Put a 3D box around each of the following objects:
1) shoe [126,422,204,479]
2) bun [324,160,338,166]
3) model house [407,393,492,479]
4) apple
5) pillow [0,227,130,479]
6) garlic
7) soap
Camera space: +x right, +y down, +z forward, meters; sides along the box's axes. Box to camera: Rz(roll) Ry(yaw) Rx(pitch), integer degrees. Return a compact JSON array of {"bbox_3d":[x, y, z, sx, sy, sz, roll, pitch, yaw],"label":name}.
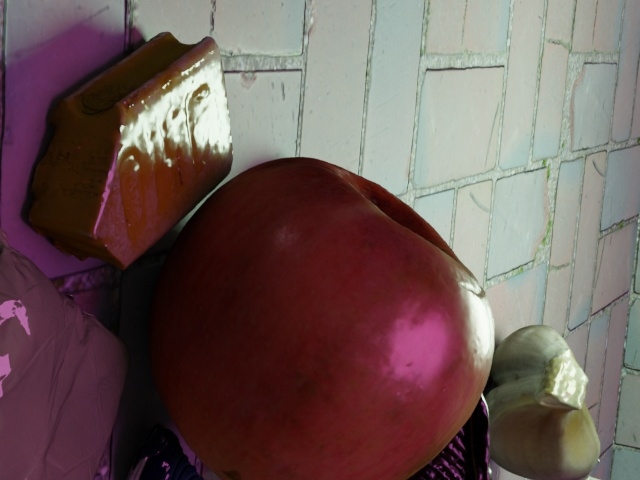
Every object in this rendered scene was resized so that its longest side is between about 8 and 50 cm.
[{"bbox_3d":[-0.141,0.281,1.551,0.091,0.106,0.207,-61,143,-40],"label":"shoe"},{"bbox_3d":[0.000,0.000,1.752,0.195,0.118,0.196,-21,113,-62],"label":"bun"},{"bbox_3d":[0.089,0.238,1.797,0.297,0.282,0.317,-50,-164,12],"label":"model house"},{"bbox_3d":[-0.008,0.103,1.489,0.364,0.363,0.364,9,90,-66],"label":"apple"},{"bbox_3d":[-0.261,0.170,1.282,0.281,0.076,0.274,55,47,-58],"label":"pillow"},{"bbox_3d":[0.420,0.306,2.638,0.340,0.245,0.231,53,37,-38],"label":"garlic"},{"bbox_3d":[-0.179,-0.079,1.372,0.257,0.080,0.160,-49,140,-51],"label":"soap"}]
